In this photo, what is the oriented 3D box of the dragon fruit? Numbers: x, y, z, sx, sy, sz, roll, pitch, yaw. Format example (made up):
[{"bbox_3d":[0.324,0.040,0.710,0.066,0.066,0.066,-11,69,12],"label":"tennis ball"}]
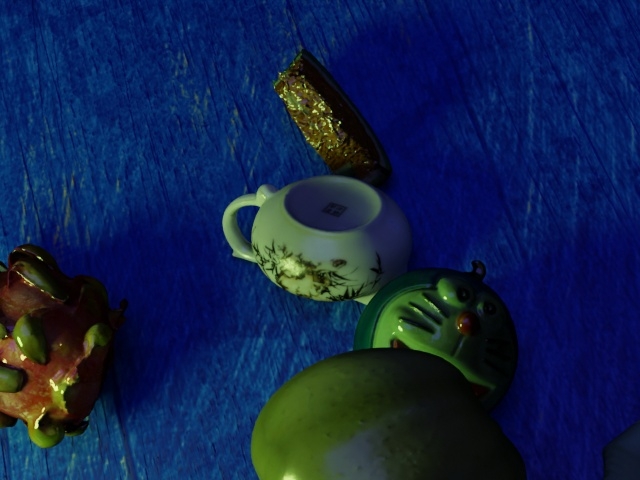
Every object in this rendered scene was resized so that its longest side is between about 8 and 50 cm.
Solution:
[{"bbox_3d":[-0.394,0.127,1.574,0.227,0.243,0.307,-58,23,7],"label":"dragon fruit"}]

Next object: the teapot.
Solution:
[{"bbox_3d":[0.000,0.000,1.577,0.300,0.165,0.208,13,49,31],"label":"teapot"}]

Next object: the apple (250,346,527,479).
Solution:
[{"bbox_3d":[0.061,0.237,1.205,0.279,0.279,0.279,-6,62,11],"label":"apple"}]

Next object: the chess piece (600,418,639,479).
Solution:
[{"bbox_3d":[0.299,0.325,1.308,0.299,0.194,0.194,-35,60,-16],"label":"chess piece"}]

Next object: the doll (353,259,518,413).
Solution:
[{"bbox_3d":[0.118,0.165,1.427,0.199,0.186,0.322,35,84,-7],"label":"doll"}]

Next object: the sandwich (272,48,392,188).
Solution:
[{"bbox_3d":[0.006,-0.162,1.659,0.079,0.159,0.235,-40,84,16],"label":"sandwich"}]
